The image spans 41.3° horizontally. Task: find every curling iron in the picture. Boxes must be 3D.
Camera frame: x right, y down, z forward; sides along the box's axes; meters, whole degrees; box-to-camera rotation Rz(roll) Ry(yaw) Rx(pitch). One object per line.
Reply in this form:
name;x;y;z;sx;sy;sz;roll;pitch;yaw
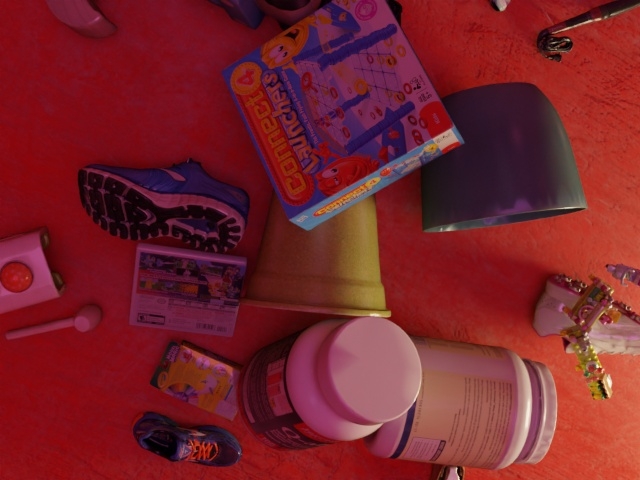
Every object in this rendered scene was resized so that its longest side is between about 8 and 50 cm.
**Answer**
curling iron;0.534;-0.423;1.638;0.274;0.035;0.068;-28;123;-7

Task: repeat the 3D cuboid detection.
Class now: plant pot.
plant pot;0.313;-0.150;1.536;0.293;0.293;0.235;-8;87;-6
plant pot;0.000;0.000;1.542;0.276;0.276;0.253;5;87;-8

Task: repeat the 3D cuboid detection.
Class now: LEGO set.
LEGO set;0.527;0.184;1.606;0.132;0.107;0.287;10;107;1

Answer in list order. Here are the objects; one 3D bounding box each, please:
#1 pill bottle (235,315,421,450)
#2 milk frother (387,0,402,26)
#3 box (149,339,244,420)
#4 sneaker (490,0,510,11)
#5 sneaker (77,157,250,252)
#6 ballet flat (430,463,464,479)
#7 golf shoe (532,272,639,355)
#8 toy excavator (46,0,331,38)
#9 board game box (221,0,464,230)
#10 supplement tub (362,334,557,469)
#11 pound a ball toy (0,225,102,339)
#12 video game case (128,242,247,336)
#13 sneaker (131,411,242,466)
pill bottle;0.007;0.252;1.494;0.210;0.363;0.210;9;69;-25
milk frother;0.113;-0.384;1.560;0.143;0.129;0.134;-37;142;-28
box;-0.230;0.268;1.650;0.179;0.043;0.105;26;96;-13
sneaker;0.330;-0.488;1.598;0.069;0.038;0.098;-46;112;0
sneaker;-0.283;-0.076;1.551;0.330;0.147;0.129;15;126;6
ballet flat;0.251;0.538;1.744;0.080;0.073;0.232;4;100;-8
golf shoe;0.568;0.184;1.716;0.306;0.115;0.140;27;104;-3
toy excavator;-0.194;-0.490;1.457;0.445;0.222;0.433;27;91;8
board game box;0.030;-0.224;1.406;0.302;0.086;0.308;-30;71;12
supplement tub;0.257;0.310;1.624;0.325;0.235;0.235;9;98;-9
pound a ball toy;-0.579;0.107;1.528;0.319;0.136;0.208;-15;101;-4
video game case;-0.250;0.095;1.592;0.201;0.023;0.183;8;123;-8
sneaker;-0.260;0.400;1.646;0.221;0.087;0.083;13;98;-9
